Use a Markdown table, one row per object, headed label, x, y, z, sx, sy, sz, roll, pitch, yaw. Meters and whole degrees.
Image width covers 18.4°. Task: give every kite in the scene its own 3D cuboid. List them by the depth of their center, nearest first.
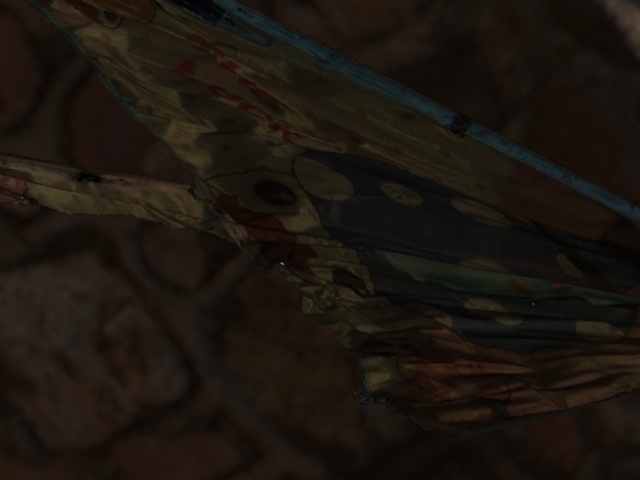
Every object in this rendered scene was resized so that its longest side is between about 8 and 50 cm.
| label | x | y | z | sx | sy | sz | roll | pitch | yaw |
| --- | --- | --- | --- | --- | --- | --- | --- | --- | --- |
| kite | 0.000 | 0.001 | 0.659 | 0.368 | 0.014 | 0.406 | 10 | -24 | 31 |
